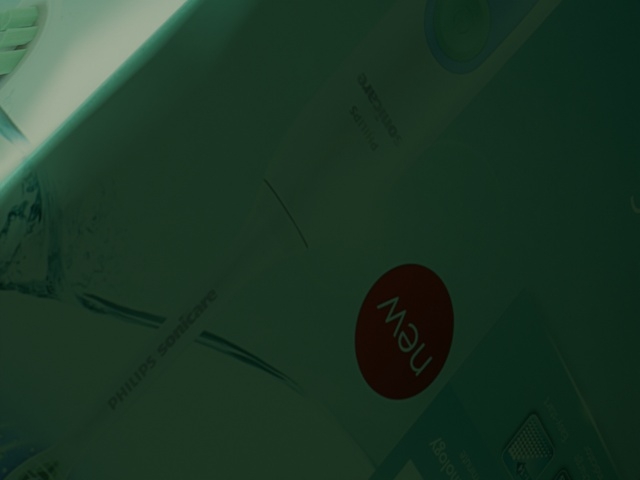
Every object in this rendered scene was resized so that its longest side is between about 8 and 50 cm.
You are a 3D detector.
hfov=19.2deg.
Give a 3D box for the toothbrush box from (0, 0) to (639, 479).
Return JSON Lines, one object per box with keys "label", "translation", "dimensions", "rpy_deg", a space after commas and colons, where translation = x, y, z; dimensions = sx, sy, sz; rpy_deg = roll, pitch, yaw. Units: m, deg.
{"label": "toothbrush box", "translation": [0.000, 0.000, 0.488], "dimensions": [0.126, 0.216, 0.295], "rpy_deg": [10, 49, 47]}
